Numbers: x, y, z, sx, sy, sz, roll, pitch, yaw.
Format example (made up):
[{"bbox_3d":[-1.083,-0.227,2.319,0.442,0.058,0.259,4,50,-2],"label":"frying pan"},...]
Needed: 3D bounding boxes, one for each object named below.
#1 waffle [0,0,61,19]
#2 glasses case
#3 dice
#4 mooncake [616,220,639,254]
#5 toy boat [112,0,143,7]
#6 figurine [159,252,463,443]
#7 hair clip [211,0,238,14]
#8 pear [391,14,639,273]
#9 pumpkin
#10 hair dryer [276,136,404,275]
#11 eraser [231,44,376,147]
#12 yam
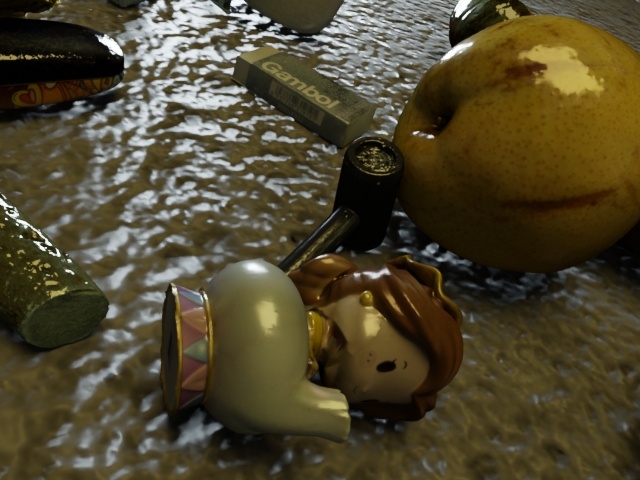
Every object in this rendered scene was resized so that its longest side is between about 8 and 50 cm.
[{"bbox_3d":[-0.437,-0.282,0.668,0.254,0.052,0.245,-16,19,-30],"label":"waffle"},{"bbox_3d":[-0.388,-0.203,0.661,0.321,0.082,0.122,-18,51,-37],"label":"glasses case"},{"bbox_3d":[-0.044,-0.512,1.054,0.193,0.191,0.194,22,33,-21],"label":"dice"},{"bbox_3d":[0.509,-0.124,0.831,0.326,0.174,0.333,4,50,32],"label":"mooncake"},{"bbox_3d":[-0.322,-0.505,0.999,0.114,0.115,0.262,10,41,-15],"label":"toy boat"},{"bbox_3d":[0.005,0.081,0.484,0.264,0.142,0.189,0,45,-22],"label":"figurine"},{"bbox_3d":[-0.199,-0.464,1.072,0.115,0.039,0.030,37,40,20],"label":"hair clip"},{"bbox_3d":[0.244,-0.110,0.685,0.315,0.314,0.314,13,41,-11],"label":"pear"},{"bbox_3d":[0.358,-0.400,1.159,0.238,0.159,0.238,32,30,-21],"label":"pumpkin"},{"bbox_3d":[0.000,0.000,0.599,0.070,0.128,0.255,32,52,17],"label":"hair dryer"},{"bbox_3d":[-0.026,-0.225,0.879,0.213,0.046,0.092,34,42,13],"label":"eraser"},{"bbox_3d":[-0.265,0.016,0.485,0.179,0.078,0.078,39,43,14],"label":"yam"}]
